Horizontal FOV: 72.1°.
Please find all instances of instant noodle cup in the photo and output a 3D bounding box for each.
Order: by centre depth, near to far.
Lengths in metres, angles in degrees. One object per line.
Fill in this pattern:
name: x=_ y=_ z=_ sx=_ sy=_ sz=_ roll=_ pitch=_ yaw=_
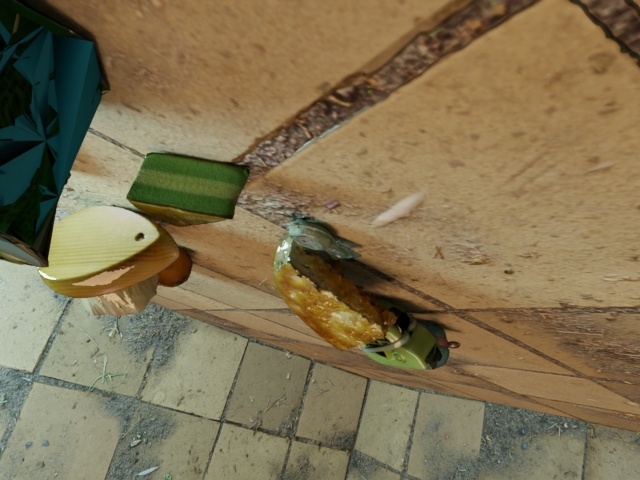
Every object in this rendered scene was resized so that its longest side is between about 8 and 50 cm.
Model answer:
instant noodle cup: x=-0.308 y=-0.102 z=0.363 sx=0.240 sy=0.178 sz=0.240 roll=15 pitch=161 yaw=5

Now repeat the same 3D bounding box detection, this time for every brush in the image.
brush: x=-0.362 y=0.044 z=0.813 sx=0.267 sy=0.174 sz=0.166 roll=-2 pitch=144 yaw=19

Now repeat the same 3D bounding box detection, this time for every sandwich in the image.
sandwich: x=-0.152 y=-0.063 z=0.503 sx=0.116 sy=0.074 sz=0.074 roll=-3 pitch=153 yaw=43

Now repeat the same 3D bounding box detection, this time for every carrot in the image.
carrot: x=-0.360 y=0.067 z=1.049 sx=0.102 sy=0.102 sz=0.263 roll=22 pitch=166 yaw=-16

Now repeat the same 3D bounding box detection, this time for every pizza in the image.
pizza: x=0.032 y=0.108 z=0.767 sx=0.226 sy=0.086 sz=0.335 roll=12 pitch=147 yaw=31

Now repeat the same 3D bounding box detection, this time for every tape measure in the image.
tape measure: x=0.137 y=0.190 z=0.905 sx=0.177 sy=0.087 sz=0.154 roll=-16 pitch=115 yaw=51

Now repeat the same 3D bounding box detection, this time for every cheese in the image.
cheese: x=0.000 y=0.000 z=0.626 sx=0.121 sy=0.026 sz=0.067 roll=29 pitch=158 yaw=-33

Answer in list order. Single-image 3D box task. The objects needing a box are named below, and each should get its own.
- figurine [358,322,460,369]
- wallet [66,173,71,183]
figurine: x=0.200 y=0.250 z=1.044 sx=0.205 sy=0.103 sz=0.260 roll=31 pitch=155 yaw=-36
wallet: x=-0.435 y=-0.129 z=0.615 sx=0.118 sy=0.038 sz=0.152 roll=16 pitch=160 yaw=8
